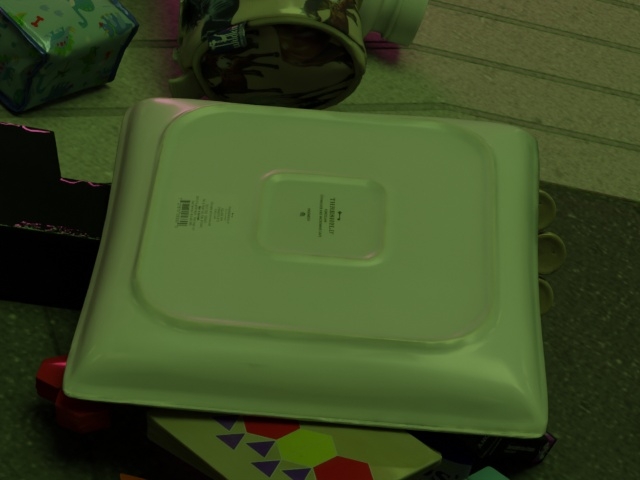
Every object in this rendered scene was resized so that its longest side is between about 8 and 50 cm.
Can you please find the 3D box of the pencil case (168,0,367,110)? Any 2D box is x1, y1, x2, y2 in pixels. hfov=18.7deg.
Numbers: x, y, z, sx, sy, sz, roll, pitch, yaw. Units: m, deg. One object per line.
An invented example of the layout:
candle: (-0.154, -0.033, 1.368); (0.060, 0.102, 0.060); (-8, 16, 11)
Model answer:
pencil case: (-0.070, -0.323, 1.868); (0.184, 0.160, 0.410); (-5, 64, -5)

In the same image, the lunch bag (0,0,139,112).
lunch bag: (-0.267, -0.201, 1.764); (0.151, 0.096, 0.129); (46, 39, 15)

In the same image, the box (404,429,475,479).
box: (0.031, 0.190, 1.415); (0.126, 0.072, 0.137); (25, 33, 3)

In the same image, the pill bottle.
pill bottle: (0.016, -0.269, 2.013); (0.187, 0.112, 0.112); (17, 34, -7)

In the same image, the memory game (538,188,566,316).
memory game: (0.115, 0.013, 1.629); (0.186, 0.186, 0.012); (16, 10, -10)

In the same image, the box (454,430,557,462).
box: (0.115, 0.129, 1.525); (0.116, 0.029, 0.162); (38, 9, 21)

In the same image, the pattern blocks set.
pattern blocks set: (-0.023, 0.142, 1.364); (0.285, 0.026, 0.325); (-16, 35, -28)

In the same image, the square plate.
square plate: (0.000, 0.000, 1.473); (0.344, 0.049, 0.347); (5, 41, 0)

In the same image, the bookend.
bookend: (-0.218, -0.024, 1.566); (0.156, 0.072, 0.157); (8, 36, -21)
